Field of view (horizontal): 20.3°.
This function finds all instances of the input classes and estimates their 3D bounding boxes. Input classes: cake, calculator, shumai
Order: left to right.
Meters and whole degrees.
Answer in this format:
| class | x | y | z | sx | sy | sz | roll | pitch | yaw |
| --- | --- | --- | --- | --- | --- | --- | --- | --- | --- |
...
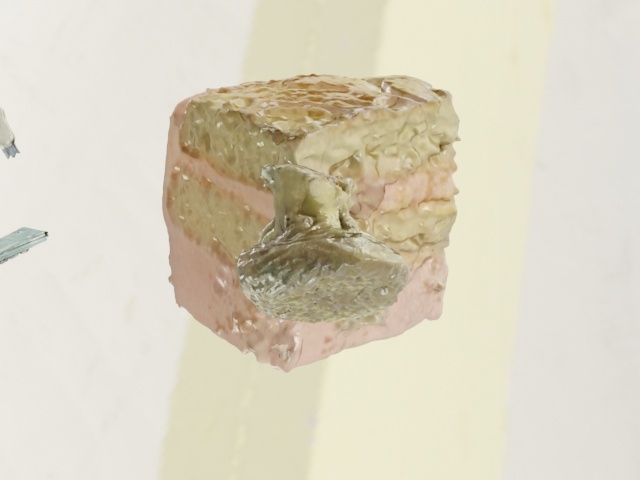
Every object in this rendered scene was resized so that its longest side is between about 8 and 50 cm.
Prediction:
| class | x | y | z | sx | sy | sz | roll | pitch | yaw |
| --- | --- | --- | --- | --- | --- | --- | --- | --- | --- |
| calculator | -0.365 | 0.027 | 1.859 | 0.172 | 0.018 | 0.057 | -29 | -162 | -33 |
| cake | -0.012 | -0.044 | 2.221 | 0.293 | 0.314 | 0.306 | 25 | -60 | 49 |
| shumai | 0.000 | 0.000 | 1.909 | 0.209 | 0.161 | 0.153 | -27 | -118 | 53 |

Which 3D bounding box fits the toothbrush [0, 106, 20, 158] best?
| class | x | y | z | sx | sy | sz | roll | pitch | yaw |
| --- | --- | --- | --- | --- | --- | --- | --- | --- | --- |
| toothbrush | -0.471 | -0.262 | 2.230 | 0.042 | 0.040 | 0.418 | -29 | -117 | -8 |
